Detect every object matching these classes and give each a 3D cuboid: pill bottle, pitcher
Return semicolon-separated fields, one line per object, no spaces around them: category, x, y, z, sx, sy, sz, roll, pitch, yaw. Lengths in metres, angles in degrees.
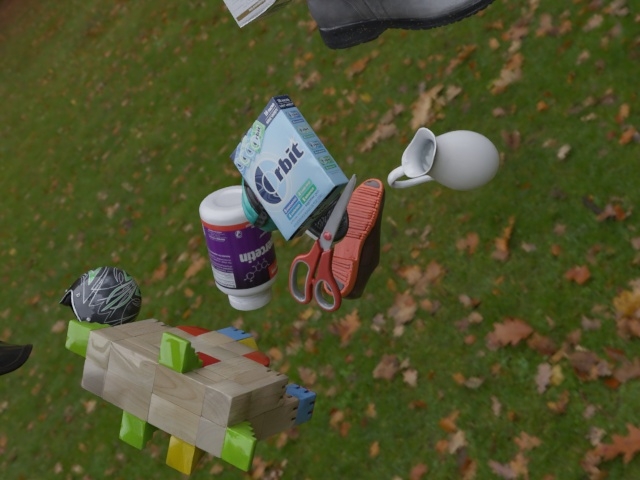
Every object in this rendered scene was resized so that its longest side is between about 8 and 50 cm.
pill bottle;-0.215;0.025;2.480;0.181;0.323;0.181;-7;30;4
pitcher;0.257;-0.157;1.896;0.178;0.207;0.125;-39;59;45

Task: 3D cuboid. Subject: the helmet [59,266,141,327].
helmet;-0.470;0.136;1.966;0.161;0.169;0.169;-21;36;50

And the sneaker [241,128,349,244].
sneaker;-0.061;-0.064;1.758;0.123;0.178;0.295;-26;62;-25

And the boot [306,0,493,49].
boot;0.107;-0.422;1.331;0.338;0.223;0.118;-15;40;18

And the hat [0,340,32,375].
hat;-0.536;0.231;1.192;0.331;0.134;0.331;-7;9;1

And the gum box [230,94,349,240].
gum box;-0.055;-0.119;1.497;0.041;0.184;0.157;-21;-21;-45

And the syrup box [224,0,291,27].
syrup box;-0.145;-0.492;1.542;0.096;0.237;0.093;-29;6;34

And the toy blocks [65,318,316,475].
toy blocks;-0.181;0.217;1.453;0.381;0.261;0.191;19;103;29

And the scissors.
scissors;0.000;0.000;1.514;0.109;0.297;0.021;27;41;26

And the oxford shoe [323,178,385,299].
oxford shoe;0.089;-0.002;1.990;0.097;0.098;0.271;20;90;41
